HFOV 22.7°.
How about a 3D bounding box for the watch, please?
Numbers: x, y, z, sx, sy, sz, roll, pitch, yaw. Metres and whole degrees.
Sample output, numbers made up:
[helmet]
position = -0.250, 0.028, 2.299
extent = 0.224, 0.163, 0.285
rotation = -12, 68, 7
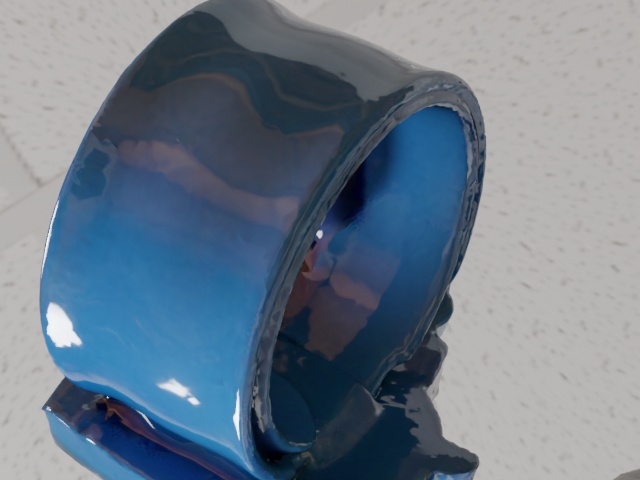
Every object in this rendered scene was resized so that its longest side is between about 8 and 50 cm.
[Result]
[watch]
position = 0.000, 0.000, 0.872
extent = 0.241, 0.305, 0.275
rotation = 23, -47, 22

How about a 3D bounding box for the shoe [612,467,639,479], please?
[shoe]
position = 0.327, 0.191, 1.034
extent = 0.274, 0.103, 0.098
rotation = -6, -82, 15
